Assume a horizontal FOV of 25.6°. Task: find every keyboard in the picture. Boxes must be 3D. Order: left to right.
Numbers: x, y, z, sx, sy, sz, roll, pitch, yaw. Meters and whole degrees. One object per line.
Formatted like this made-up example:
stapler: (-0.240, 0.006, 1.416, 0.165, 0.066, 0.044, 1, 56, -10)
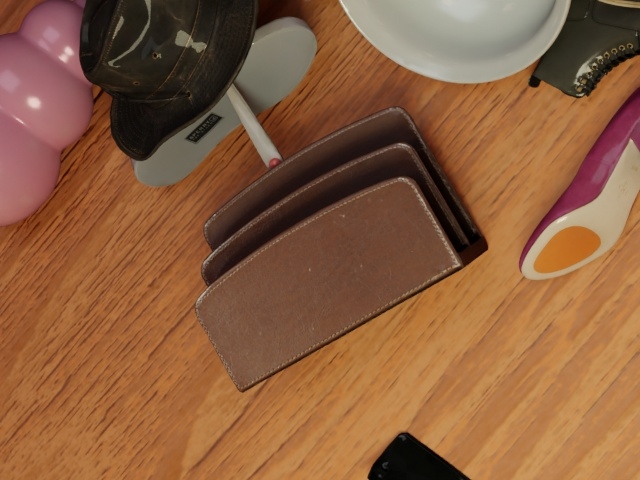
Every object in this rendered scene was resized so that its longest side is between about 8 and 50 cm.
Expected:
keyboard: (0.134, 0.306, 1.580, 0.192, 0.038, 0.100, 36, 73, 31)

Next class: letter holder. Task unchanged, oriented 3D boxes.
letter holder: (0.000, 0.000, 1.608, 0.302, 0.152, 0.214, -31, 88, 19)

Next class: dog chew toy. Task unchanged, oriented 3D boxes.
dog chew toy: (-0.402, -0.182, 1.887, 0.207, 0.206, 0.331, 35, 89, 30)

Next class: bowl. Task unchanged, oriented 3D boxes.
bowl: (0.164, -0.340, 1.611, 0.298, 0.297, 0.134, 5, 37, 29)

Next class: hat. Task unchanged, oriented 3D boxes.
hat: (-0.216, -0.271, 1.732, 0.331, 0.134, 0.331, -31, 48, 42)

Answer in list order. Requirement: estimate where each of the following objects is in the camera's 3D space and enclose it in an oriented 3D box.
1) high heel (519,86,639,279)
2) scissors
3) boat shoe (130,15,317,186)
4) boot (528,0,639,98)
high heel: (0.301, -0.064, 1.557, 0.244, 0.082, 0.117, -51, 28, 25)
scissors: (-0.051, -0.070, 1.696, 0.297, 0.021, 0.109, 44, 108, 3)
boat shoe: (-0.133, -0.196, 1.791, 0.306, 0.113, 0.105, -43, 48, 29)
boot: (0.336, -0.204, 1.564, 0.198, 0.077, 0.137, 30, 98, 44)
